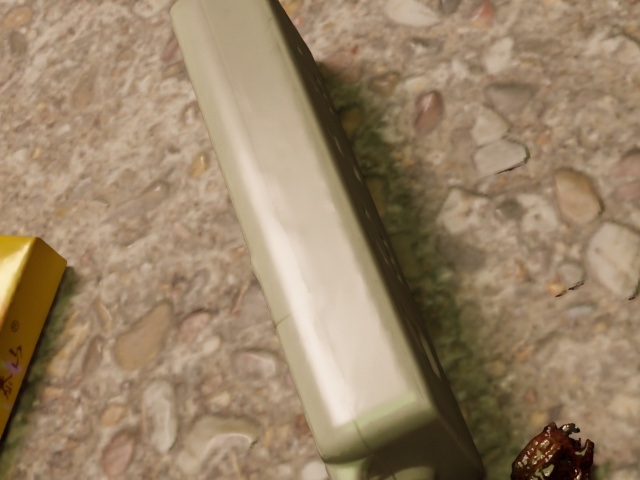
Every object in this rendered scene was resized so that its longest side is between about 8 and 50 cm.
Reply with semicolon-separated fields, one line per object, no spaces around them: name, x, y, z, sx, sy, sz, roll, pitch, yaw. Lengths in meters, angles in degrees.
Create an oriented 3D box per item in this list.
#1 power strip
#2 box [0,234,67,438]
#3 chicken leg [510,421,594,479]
power strip;0.000;0.000;0.686;0.058;0.098;0.338;-25;56;7
box;-0.288;0.061;0.818;0.269;0.043;0.152;3;65;27
chicken leg;0.093;0.118;0.625;0.036;0.021;0.083;33;85;25
